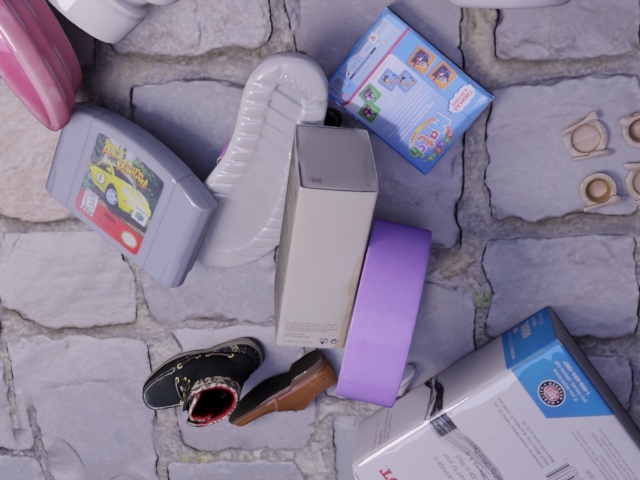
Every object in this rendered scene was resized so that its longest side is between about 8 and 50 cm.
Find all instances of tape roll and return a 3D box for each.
[{"bbox_3d":[0.095,0.109,1.330,0.090,0.275,0.274,12,109,3],"label":"tape roll"}]

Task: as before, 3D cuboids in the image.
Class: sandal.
[{"bbox_3d":[-0.090,-0.119,1.376,0.169,0.102,0.416,18,127,-17],"label":"sandal"}]

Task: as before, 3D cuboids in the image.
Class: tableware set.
[{"bbox_3d":[0.453,-0.121,1.340,0.141,0.020,0.168,-14,105,12],"label":"tableware set"}]

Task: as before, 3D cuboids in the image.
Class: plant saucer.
[{"bbox_3d":[-0.453,-0.317,1.280,0.084,0.332,0.332,-38,100,-16],"label":"plant saucer"}]

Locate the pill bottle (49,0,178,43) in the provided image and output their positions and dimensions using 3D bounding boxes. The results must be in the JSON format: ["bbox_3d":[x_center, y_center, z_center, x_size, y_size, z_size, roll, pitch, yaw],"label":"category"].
[{"bbox_3d":[-0.216,-0.473,1.218,0.392,0.224,0.224,-39,98,17],"label":"pill bottle"}]

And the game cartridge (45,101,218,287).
[{"bbox_3d":[-0.303,-0.081,1.388,0.294,0.060,0.196,36,121,13],"label":"game cartridge"}]

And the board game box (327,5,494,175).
[{"bbox_3d":[0.132,-0.226,1.343,0.211,0.039,0.160,39,109,-4],"label":"board game box"}]

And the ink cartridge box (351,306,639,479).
[{"bbox_3d":[0.290,0.341,1.433,0.395,0.166,0.285,-35,99,16],"label":"ink cartridge box"}]

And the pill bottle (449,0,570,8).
[{"bbox_3d":[0.259,-0.477,1.170,0.182,0.181,0.323,2,108,8],"label":"pill bottle"}]

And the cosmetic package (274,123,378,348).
[{"bbox_3d":[0.000,0.000,1.312,0.113,0.160,0.309,4,131,-8],"label":"cosmetic package"}]

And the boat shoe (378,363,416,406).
[{"bbox_3d":[0.129,0.250,1.501,0.100,0.035,0.035,-44,124,14],"label":"boat shoe"}]

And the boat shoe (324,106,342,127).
[{"bbox_3d":[-0.033,-0.193,1.377,0.133,0.042,0.049,6,110,8],"label":"boat shoe"}]

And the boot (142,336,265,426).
[{"bbox_3d":[-0.217,0.251,1.470,0.236,0.178,0.085,-23,103,13],"label":"boot"}]

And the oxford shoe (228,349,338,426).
[{"bbox_3d":[-0.065,0.274,1.515,0.212,0.076,0.076,-31,112,17],"label":"oxford shoe"}]
